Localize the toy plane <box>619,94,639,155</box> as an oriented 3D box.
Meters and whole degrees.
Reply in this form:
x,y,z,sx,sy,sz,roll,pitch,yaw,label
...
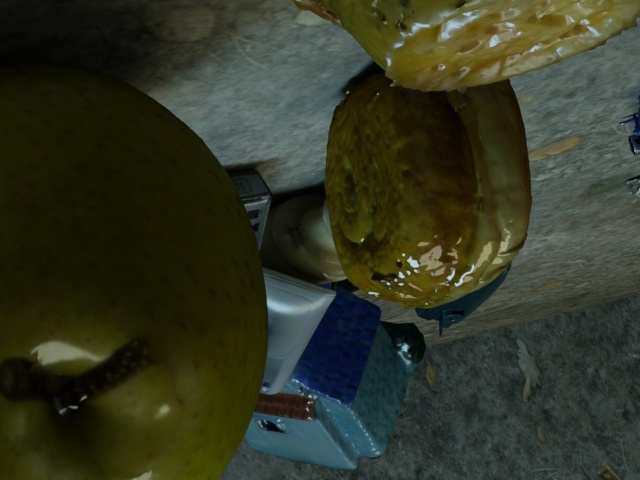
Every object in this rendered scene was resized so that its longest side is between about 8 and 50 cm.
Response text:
x,y,z,sx,sy,sz,roll,pitch,yaw,label
0.340,-0.123,1.654,0.054,0.062,0.167,-15,178,3,toy plane

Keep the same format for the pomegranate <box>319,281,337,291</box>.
x,y,z,sx,sy,sz,roll,pitch,yaw,label
-0.048,0.058,1.910,0.169,0.148,0.148,-18,171,-14,pomegranate

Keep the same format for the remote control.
x,y,z,sx,sy,sz,roll,pitch,yaw,label
-0.068,0.110,1.792,0.109,0.055,0.313,18,152,-5,remote control

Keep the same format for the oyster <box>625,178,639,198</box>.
x,y,z,sx,sy,sz,roll,pitch,yaw,label
0.461,-0.082,2.141,0.100,0.037,0.098,6,152,6,oyster

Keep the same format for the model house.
x,y,z,sx,sy,sz,roll,pitch,yaw,label
-0.052,0.168,2.393,0.295,0.252,0.329,7,157,30,model house

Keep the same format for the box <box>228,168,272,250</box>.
x,y,z,sx,sy,sz,roll,pitch,yaw,label
-0.214,0.029,1.532,0.325,0.047,0.180,-9,137,-24,box

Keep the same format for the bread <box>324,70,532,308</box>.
x,y,z,sx,sy,sz,roll,pitch,yaw,label
0.085,-0.045,1.317,0.120,0.198,0.236,-4,168,-22,bread

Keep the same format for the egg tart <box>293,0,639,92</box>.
x,y,z,sx,sy,sz,roll,pitch,yaw,label
0.104,-0.170,0.916,0.288,0.118,0.288,-12,166,-3,egg tart

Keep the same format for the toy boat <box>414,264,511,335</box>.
x,y,z,sx,sy,sz,roll,pitch,yaw,label
0.217,0.043,2.354,0.093,0.103,0.246,5,150,-22,toy boat

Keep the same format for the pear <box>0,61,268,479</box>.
x,y,z,sx,sy,sz,roll,pitch,yaw,label
-0.212,0.058,1.069,0.362,0.362,0.418,-11,-163,-17,pear

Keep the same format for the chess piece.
x,y,z,sx,sy,sz,roll,pitch,yaw,label
0.000,0.000,1.725,0.307,0.124,0.139,-19,-178,45,chess piece
